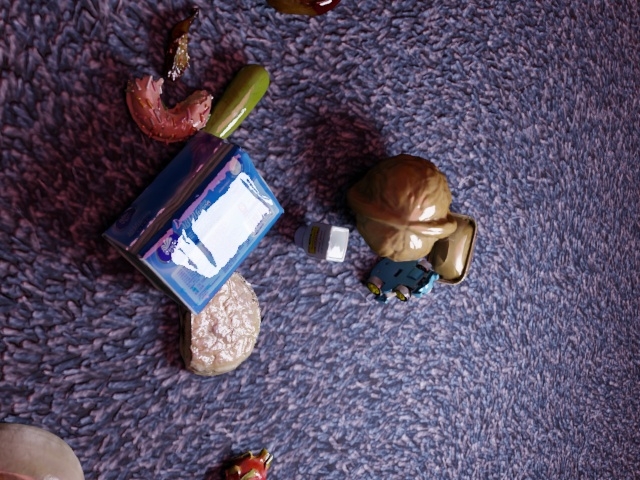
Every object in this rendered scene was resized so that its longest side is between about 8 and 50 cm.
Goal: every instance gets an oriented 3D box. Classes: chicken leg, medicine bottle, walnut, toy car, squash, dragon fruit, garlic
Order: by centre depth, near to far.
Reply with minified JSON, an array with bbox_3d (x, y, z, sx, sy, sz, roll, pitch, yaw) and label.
[{"bbox_3d":[-0.525,0.393,1.180,0.338,0.151,0.196,34,88,-35],"label":"garlic"},{"bbox_3d":[-0.251,-0.357,1.334,0.062,0.037,0.145,11,91,-61],"label":"chicken leg"},{"bbox_3d":[-0.166,-0.257,1.400,0.066,0.066,0.201,47,71,-34],"label":"squash"},{"bbox_3d":[-0.148,0.483,1.526,0.116,0.081,0.086,-31,105,-30],"label":"dragon fruit"},{"bbox_3d":[0.000,0.000,1.537,0.055,0.118,0.074,7,94,-39],"label":"medicine bottle"},{"bbox_3d":[0.173,-0.070,1.575,0.257,0.257,0.224,2,113,-39],"label":"walnut"},{"bbox_3d":[0.198,0.100,1.691,0.126,0.161,0.098,-46,133,-25],"label":"toy car"}]

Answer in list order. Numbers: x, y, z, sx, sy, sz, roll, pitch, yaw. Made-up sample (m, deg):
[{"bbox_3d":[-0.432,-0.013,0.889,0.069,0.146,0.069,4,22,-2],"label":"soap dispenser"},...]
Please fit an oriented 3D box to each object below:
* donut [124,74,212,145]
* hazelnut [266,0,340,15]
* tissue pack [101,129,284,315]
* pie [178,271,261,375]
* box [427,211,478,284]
[{"bbox_3d":[-0.269,-0.228,1.321,0.166,0.065,0.117,1,96,-37],"label":"donut"},{"bbox_3d":[-0.048,-0.516,1.383,0.202,0.160,0.170,40,46,-32],"label":"hazelnut"},{"bbox_3d":[-0.220,-0.033,1.326,0.263,0.146,0.198,-50,140,-16],"label":"tissue pack"},{"bbox_3d":[-0.193,0.160,1.453,0.185,0.052,0.218,-2,96,-36],"label":"pie"},{"bbox_3d":[0.329,0.021,1.815,0.111,0.111,0.177,14,88,-39],"label":"box"}]
